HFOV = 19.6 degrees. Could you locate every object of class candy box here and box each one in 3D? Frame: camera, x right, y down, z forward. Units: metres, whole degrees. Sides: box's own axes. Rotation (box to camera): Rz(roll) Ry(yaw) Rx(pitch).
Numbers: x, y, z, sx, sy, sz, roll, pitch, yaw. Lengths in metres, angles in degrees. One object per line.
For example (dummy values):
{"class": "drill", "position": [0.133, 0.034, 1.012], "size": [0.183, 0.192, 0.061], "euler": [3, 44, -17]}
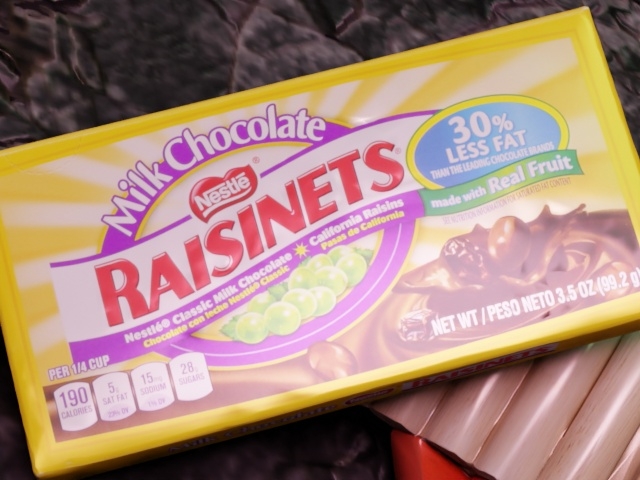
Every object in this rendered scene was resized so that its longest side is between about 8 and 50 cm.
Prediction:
{"class": "candy box", "position": [0.000, 0.000, 0.580], "size": [0.206, 0.027, 0.105], "euler": [-15, 73, -5]}

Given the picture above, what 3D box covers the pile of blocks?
{"class": "pile of blocks", "position": [0.108, 0.090, 0.651], "size": [0.362, 0.149, 0.112], "euler": [32, 79, 6]}
